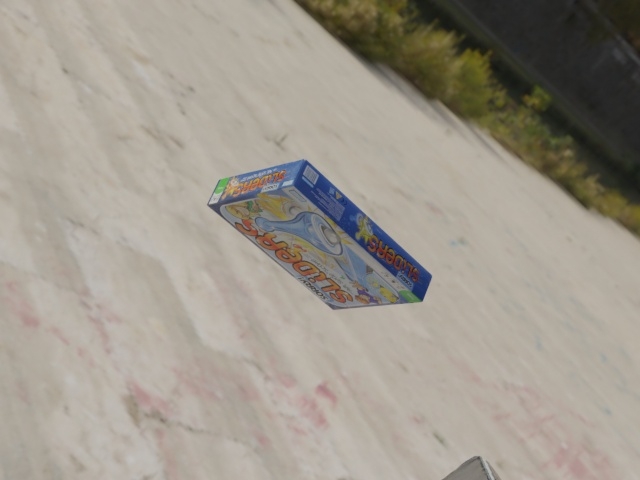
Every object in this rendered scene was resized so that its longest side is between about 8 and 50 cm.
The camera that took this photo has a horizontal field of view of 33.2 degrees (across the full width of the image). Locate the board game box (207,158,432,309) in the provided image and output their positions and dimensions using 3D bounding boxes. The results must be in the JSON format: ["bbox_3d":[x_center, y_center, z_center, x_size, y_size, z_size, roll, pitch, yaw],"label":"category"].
[{"bbox_3d":[0.000,0.000,1.089,0.201,0.136,0.035,41,59,-30],"label":"board game box"}]

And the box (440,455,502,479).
[{"bbox_3d":[0.032,0.452,0.824,0.297,0.471,0.480,56,3,3],"label":"box"}]
